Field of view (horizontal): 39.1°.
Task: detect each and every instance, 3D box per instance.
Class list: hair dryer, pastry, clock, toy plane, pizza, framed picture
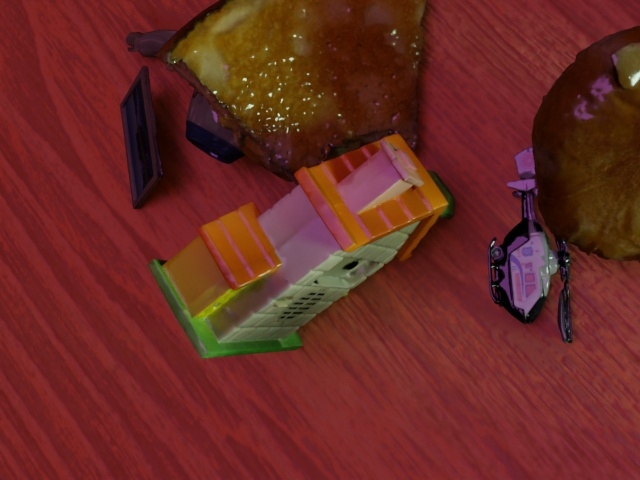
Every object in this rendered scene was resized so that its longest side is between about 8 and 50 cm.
[{"bbox_3d":[-0.086,-0.270,1.080,0.296,0.119,0.298,-43,52,7],"label":"hair dryer"},{"bbox_3d":[0.289,-0.075,0.795,0.218,0.100,0.229,40,115,-10],"label":"pastry"},{"bbox_3d":[0.000,0.000,0.899,0.255,0.220,0.106,-38,73,15],"label":"clock"},{"bbox_3d":[0.208,0.003,0.895,0.078,0.053,0.197,-2,80,18],"label":"toy plane"},{"bbox_3d":[-0.007,-0.168,0.953,0.089,0.323,0.223,-5,106,62],"label":"pizza"},{"bbox_3d":[-0.224,-0.126,1.125,0.109,0.011,0.149,-36,60,56],"label":"framed picture"}]
